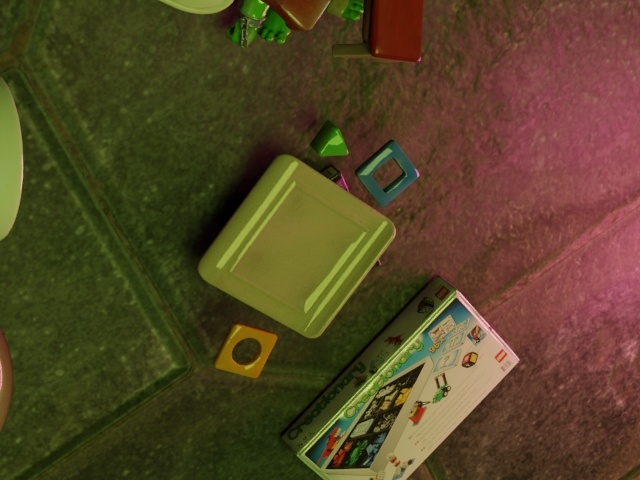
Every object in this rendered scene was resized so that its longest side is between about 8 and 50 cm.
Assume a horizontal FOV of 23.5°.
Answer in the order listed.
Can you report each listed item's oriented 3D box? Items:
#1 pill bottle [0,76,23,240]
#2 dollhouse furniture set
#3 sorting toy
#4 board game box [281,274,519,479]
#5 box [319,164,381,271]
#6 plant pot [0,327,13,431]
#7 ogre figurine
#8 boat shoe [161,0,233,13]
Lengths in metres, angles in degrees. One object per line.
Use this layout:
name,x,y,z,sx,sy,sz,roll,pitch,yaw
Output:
pill bottle,-0.500,-0.074,1.435,0.407,0.229,0.229,-3,117,-30
dollhouse furniture set,0.038,-0.377,1.568,0.201,0.152,0.374,2,90,-34
sorting toy,-0.032,0.006,1.859,0.196,0.047,0.348,32,98,-34
board game box,0.113,0.215,2.097,0.305,0.053,0.193,-45,131,-2
box,0.000,0.000,1.921,0.116,0.029,0.162,-34,130,-11
plant pot,-0.422,0.141,1.552,0.284,0.191,0.284,6,80,-39
ogre figurine,-0.016,-0.293,1.709,0.197,0.097,0.118,-11,141,-9
boat shoe,-0.215,-0.346,1.570,0.319,0.116,0.099,28,56,-33
